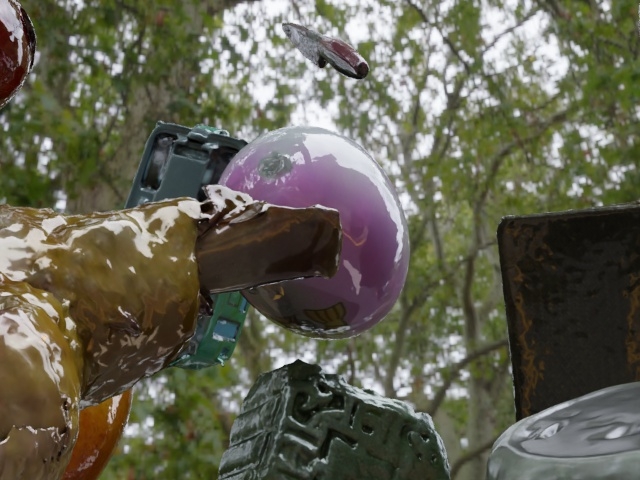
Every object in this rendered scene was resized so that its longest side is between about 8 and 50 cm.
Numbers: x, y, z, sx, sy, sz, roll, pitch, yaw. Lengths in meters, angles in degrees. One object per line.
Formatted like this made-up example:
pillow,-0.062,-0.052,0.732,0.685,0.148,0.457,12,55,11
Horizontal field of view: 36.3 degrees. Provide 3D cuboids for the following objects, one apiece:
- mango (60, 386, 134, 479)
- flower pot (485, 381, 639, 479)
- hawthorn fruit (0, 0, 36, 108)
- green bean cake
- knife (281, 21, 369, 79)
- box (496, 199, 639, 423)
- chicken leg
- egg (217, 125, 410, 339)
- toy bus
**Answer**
mango,-0.242,0.150,0.806,0.187,0.257,0.138,-20,-70,46
flower pot,0.216,0.197,0.597,0.246,0.195,0.246,-15,2,1
hawthorn fruit,-0.488,-0.217,1.104,0.265,0.265,0.307,27,-56,-34
green bean cake,0.015,0.251,0.985,0.227,0.223,0.125,28,-32,-19
knife,0.001,-0.168,0.855,0.018,0.247,0.035,-27,-66,-6
box,0.299,0.097,0.989,0.184,0.274,0.143,-6,-2,32
chicken leg,-0.154,0.060,0.501,0.409,0.182,0.295,-14,11,-25
egg,0.000,0.000,1.000,0.196,0.196,0.271,-21,-35,23
toy bus,-0.181,0.018,1.400,0.183,0.344,0.199,16,-7,26
